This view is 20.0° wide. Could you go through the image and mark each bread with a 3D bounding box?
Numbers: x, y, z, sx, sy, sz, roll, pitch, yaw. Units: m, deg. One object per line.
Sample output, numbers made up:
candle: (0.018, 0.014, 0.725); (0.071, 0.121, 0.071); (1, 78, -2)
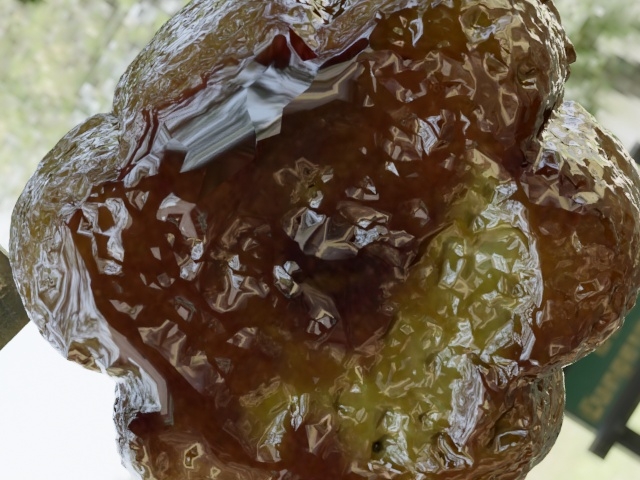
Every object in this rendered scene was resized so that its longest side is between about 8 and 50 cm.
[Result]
bread: (0.012, 0.005, 0.695); (0.247, 0.232, 0.135); (-39, 5, 9)

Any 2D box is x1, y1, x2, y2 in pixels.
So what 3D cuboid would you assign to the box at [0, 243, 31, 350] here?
box: (-0.317, -0.027, 1.315); (0.071, 0.240, 0.159); (-48, -14, -10)
